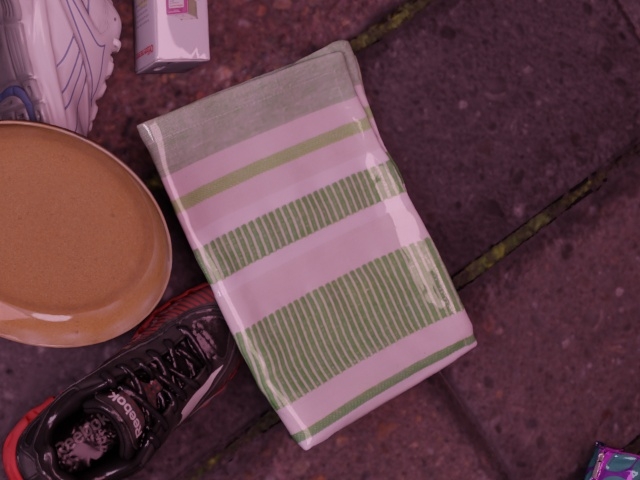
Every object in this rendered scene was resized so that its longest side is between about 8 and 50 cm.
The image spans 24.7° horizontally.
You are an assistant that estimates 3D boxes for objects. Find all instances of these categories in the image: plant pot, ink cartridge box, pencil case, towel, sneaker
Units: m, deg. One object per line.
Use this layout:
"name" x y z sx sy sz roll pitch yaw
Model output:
"plant pot" -0.240 -0.008 1.246 0.236 0.032 0.236 3 127 5
"ink cartridge box" -0.137 -0.215 1.315 0.052 0.088 0.122 -1 90 -20
"pencil case" 0.268 0.275 1.440 0.070 0.064 0.151 35 79 -29
"towel" 0.000 0.000 1.342 0.248 0.038 0.324 -28 97 -34
"sneaker" -0.152 0.133 1.281 0.276 0.135 0.097 -38 97 -15
"sneaker" -0.227 -0.158 1.281 0.129 0.111 0.297 -15 103 -40
